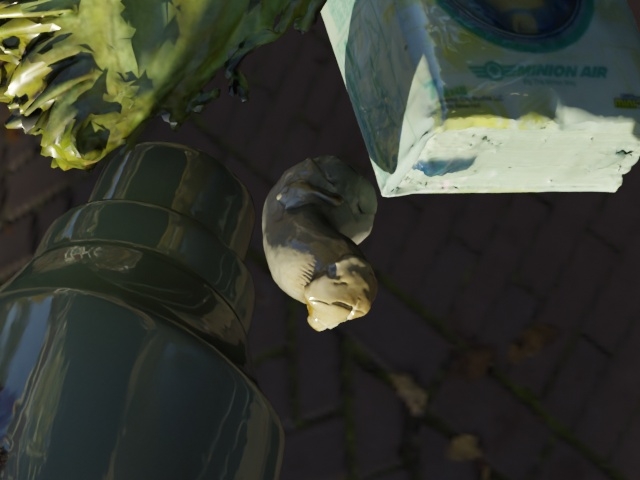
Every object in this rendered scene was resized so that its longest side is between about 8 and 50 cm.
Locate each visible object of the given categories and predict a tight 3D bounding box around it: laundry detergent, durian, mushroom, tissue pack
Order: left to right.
[{"bbox_3d":[-0.114,0.134,0.622,0.264,0.124,0.398,-28,33,41],"label":"laundry detergent"},{"bbox_3d":[-0.076,-0.184,0.651,0.163,0.198,0.394,113,158,-53],"label":"durian"},{"bbox_3d":[-0.002,-0.001,1.593,0.099,0.096,0.278,-63,8,17],"label":"mushroom"},{"bbox_3d":[0.144,-0.236,1.813,0.162,0.287,0.388,-49,51,48],"label":"tissue pack"}]
